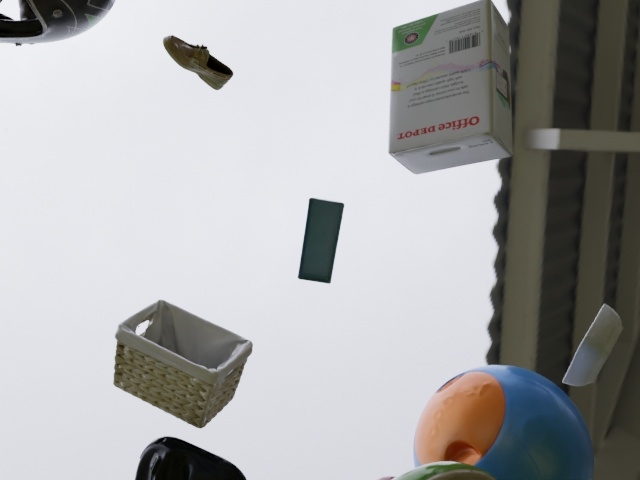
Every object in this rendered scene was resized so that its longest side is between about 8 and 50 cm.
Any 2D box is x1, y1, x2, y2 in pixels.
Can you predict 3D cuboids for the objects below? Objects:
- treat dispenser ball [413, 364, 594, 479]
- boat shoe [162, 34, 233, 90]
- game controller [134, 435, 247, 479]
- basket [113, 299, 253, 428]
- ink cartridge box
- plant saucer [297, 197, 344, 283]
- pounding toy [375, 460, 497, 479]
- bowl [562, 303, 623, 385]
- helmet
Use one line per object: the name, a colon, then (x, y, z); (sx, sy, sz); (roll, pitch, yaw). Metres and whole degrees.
treat dispenser ball: (0.297, 0.350, 1.219); (0.288, 0.288, 0.288); (-4, -81, -22)
boat shoe: (-0.202, -0.305, 1.238); (0.135, 0.045, 0.050); (29, -138, -44)
game controller: (-0.190, 0.426, 0.990); (0.167, 0.067, 0.319); (15, -80, 15)
basket: (-0.199, 0.174, 1.055); (0.167, 0.113, 0.103); (23, -66, 15)
ink cartridge box: (0.242, -0.280, 1.381); (0.117, 0.202, 0.278); (30, -122, -52)
plant saucer: (0.000, 0.000, 1.422); (0.067, 0.018, 0.192); (9, -54, 0)
pounding toy: (0.042, 0.263, 0.551); (0.183, 0.110, 0.236); (12, -88, -38)
bowl: (0.525, 0.208, 1.417); (0.142, 0.053, 0.142); (-41, -31, -37)
helmet: (-0.291, -0.288, 0.776); (0.169, 0.162, 0.169); (33, -128, -57)
